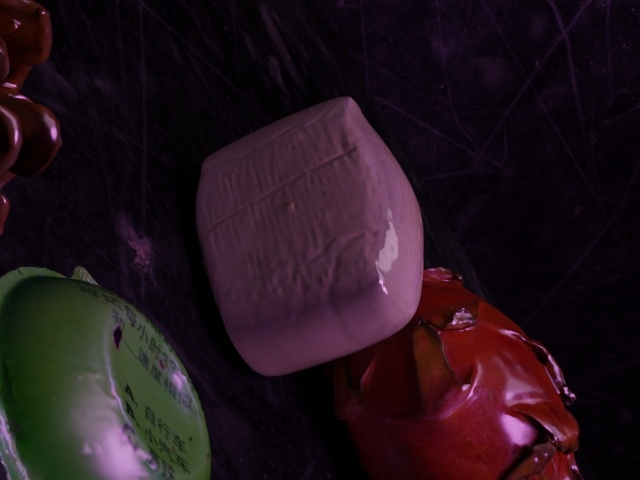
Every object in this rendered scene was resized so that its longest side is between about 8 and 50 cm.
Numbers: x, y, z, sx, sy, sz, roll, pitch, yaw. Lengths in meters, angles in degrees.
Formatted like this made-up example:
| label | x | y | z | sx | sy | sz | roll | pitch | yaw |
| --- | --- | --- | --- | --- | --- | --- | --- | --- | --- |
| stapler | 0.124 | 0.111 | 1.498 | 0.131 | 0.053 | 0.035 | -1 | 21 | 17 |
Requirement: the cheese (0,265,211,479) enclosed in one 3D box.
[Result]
| label | x | y | z | sx | sy | sz | roll | pitch | yaw |
| --- | --- | --- | --- | --- | --- | --- | --- | --- | --- |
| cheese | -0.120 | 0.129 | 0.515 | 0.204 | 0.083 | 0.320 | 56 | 14 | -33 |

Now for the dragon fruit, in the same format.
| label | x | y | z | sx | sy | sz | roll | pitch | yaw |
| --- | --- | --- | --- | --- | --- | --- | --- | --- | --- |
| dragon fruit | 0.132 | 0.174 | 1.006 | 0.315 | 0.250 | 0.250 | 50 | 16 | -4 |

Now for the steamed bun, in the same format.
| label | x | y | z | sx | sy | sz | roll | pitch | yaw |
| --- | --- | --- | --- | --- | --- | --- | --- | --- | --- |
| steamed bun | 0.000 | 0.000 | 0.913 | 0.155 | 0.200 | 0.250 | 46 | 26 | -51 |

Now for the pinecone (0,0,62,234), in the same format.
| label | x | y | z | sx | sy | sz | roll | pitch | yaw |
| --- | --- | --- | --- | --- | --- | --- | --- | --- | --- |
| pinecone | -0.198 | -0.048 | 0.385 | 0.195 | 0.179 | 0.150 | -28 | 115 | -88 |
